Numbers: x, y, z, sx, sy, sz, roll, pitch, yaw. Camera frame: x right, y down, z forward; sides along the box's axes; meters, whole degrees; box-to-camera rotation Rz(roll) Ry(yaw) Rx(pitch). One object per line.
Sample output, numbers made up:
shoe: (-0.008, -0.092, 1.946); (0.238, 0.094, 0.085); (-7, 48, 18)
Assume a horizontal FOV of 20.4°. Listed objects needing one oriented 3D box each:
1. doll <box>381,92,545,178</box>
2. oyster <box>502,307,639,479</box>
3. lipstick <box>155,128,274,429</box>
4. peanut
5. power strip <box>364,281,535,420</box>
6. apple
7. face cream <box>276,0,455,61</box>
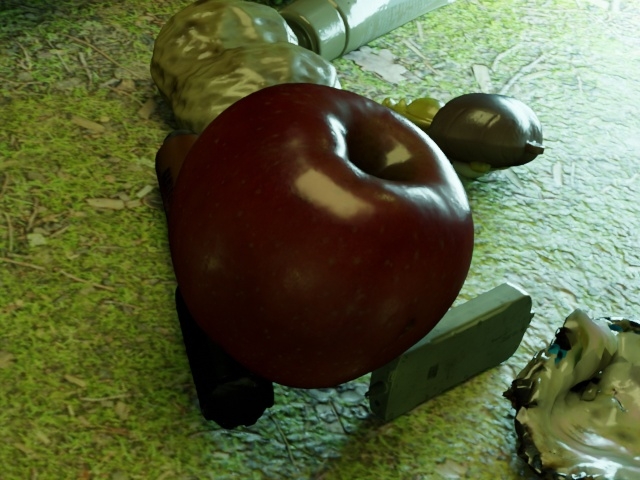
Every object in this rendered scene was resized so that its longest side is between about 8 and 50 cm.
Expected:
doll: (0.164, -0.120, 1.977); (0.145, 0.096, 0.188); (7, 7, -35)
oyster: (0.265, 0.148, 1.629); (0.198, 0.092, 0.259); (7, 44, -9)
lipstick: (-0.106, 0.021, 1.687); (0.077, 0.077, 0.418); (3, 34, -15)
peanut: (-0.086, -0.177, 1.943); (0.197, 0.110, 0.233); (-12, 42, -25)
power strip: (0.116, 0.102, 1.643); (0.227, 0.080, 0.029); (-22, 45, -41)
apple: (0.000, 0.000, 1.509); (0.260, 0.216, 0.260); (24, 30, -15)
face cream: (0.064, -0.299, 2.171); (0.084, 0.137, 0.341); (6, 29, 38)
